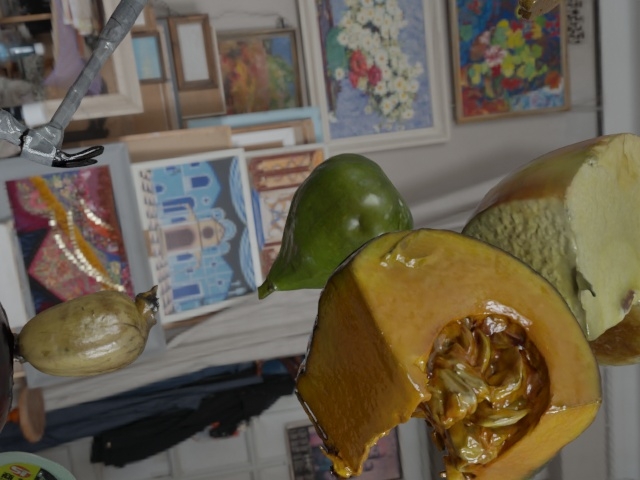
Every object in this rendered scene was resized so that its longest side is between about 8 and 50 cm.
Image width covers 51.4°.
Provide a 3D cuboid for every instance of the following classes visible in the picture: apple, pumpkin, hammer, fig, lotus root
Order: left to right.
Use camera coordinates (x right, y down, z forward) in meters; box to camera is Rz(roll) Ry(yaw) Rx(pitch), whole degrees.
[{"bbox_3d":[-0.391,0.161,1.134,0.154,0.256,0.140,133,-59,-73],"label":"lotus root"},{"bbox_3d":[-0.350,-0.285,1.024,0.044,0.152,0.427,-44,-153,53],"label":"hammer"},{"bbox_3d":[0.009,-0.029,1.187,0.233,0.314,0.233,-11,90,-67],"label":"fig"},{"bbox_3d":[0.136,0.136,0.751,0.225,0.303,0.256,115,-19,-47],"label":"pumpkin"},{"bbox_3d":[0.355,0.002,0.921,0.252,0.309,0.314,46,-42,20],"label":"apple"}]

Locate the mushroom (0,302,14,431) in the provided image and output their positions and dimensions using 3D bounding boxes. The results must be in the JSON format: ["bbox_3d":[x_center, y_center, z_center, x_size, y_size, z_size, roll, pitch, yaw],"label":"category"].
[{"bbox_3d":[-0.547,0.174,0.827,0.356,0.334,0.331,-54,156,-24],"label":"mushroom"}]

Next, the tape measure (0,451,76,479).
[{"bbox_3d":[-0.555,0.420,1.067,0.098,0.351,0.215,-59,-168,14],"label":"tape measure"}]

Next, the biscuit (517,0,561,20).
[{"bbox_3d":[0.412,-0.457,1.059,0.035,0.184,0.249,49,-58,14],"label":"biscuit"}]

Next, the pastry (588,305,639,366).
[{"bbox_3d":[0.572,0.059,1.350,0.388,0.388,0.313,92,24,-57],"label":"pastry"}]
